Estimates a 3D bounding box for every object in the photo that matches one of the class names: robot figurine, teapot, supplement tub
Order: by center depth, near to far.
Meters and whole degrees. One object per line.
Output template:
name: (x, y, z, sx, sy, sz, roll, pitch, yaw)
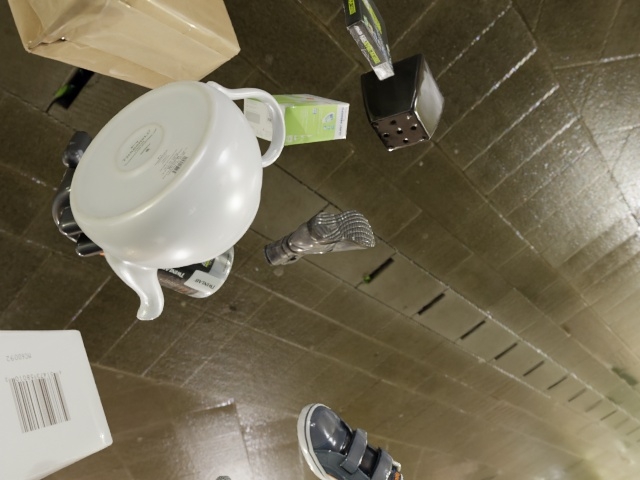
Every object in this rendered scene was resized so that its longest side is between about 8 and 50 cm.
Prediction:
teapot: (-0.167, -0.066, 0.618, 0.256, 0.253, 0.187, -22, 143, 16)
robot figurine: (-0.443, -0.093, 0.983, 0.173, 0.278, 0.209, 16, 127, -23)
supplement tub: (-0.415, 0.011, 1.266, 0.207, 0.207, 0.338, -42, 138, 16)

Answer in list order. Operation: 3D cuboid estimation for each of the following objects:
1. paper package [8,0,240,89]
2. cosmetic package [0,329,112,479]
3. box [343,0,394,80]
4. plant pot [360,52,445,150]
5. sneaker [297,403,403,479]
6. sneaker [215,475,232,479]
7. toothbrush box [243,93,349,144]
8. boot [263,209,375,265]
paper package: (-0.299, -0.414, 0.699, 0.168, 0.325, 0.309, -23, 176, 21)
cosmetic package: (-0.448, 0.240, 0.503, 0.365, 0.155, 0.197, -25, 167, 5)
box: (0.109, -0.502, 1.108, 0.045, 0.184, 0.190, -15, 153, 25)
plant pot: (0.225, -0.360, 1.312, 0.188, 0.167, 0.187, -11, 146, 30)
sneaker: (0.081, 0.446, 0.941, 0.127, 0.126, 0.321, -21, 108, 31)
sneaker: (-0.118, 0.401, 0.575, 0.086, 0.132, 0.229, 7, 85, -14)
toothbrush box: (-0.079, -0.401, 1.559, 0.283, 0.206, 0.122, -16, 122, -42)
boot: (0.000, 0.000, 1.423, 0.222, 0.118, 0.338, -27, 159, 32)
